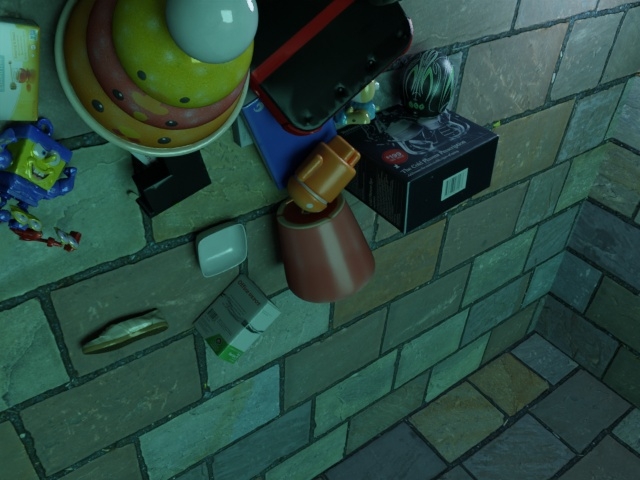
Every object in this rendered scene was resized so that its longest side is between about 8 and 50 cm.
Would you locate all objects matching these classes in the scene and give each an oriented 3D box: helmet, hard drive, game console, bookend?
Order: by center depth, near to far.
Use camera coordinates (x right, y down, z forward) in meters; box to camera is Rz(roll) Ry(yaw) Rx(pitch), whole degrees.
[{"bbox_3d":[-0.329,-0.153,1.186,0.157,0.072,0.156,-35,144,-18],"label":"bookend"},{"bbox_3d":[-0.008,-0.457,1.230,0.386,0.060,0.342,-44,111,-8],"label":"game console"},{"bbox_3d":[-0.067,-0.282,1.394,0.210,0.040,0.318,-38,149,-9],"label":"hard drive"},{"bbox_3d":[0.297,-0.441,1.578,0.169,0.169,0.161,-28,139,-25],"label":"helmet"}]

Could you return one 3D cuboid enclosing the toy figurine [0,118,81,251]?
[{"bbox_3d":[-0.578,-0.143,1.041,0.362,0.191,0.217,44,58,-58],"label":"toy figurine"}]

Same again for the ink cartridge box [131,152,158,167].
[{"bbox_3d":[-0.347,-0.235,1.210,0.150,0.063,0.109,-47,143,-4],"label":"ink cartridge box"}]

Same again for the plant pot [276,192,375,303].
[{"bbox_3d":[0.000,0.000,1.604,0.275,0.275,0.243,-33,129,-19],"label":"plant pot"}]

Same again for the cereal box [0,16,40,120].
[{"bbox_3d":[-0.598,-0.287,0.936,0.240,0.047,0.173,-9,127,-39],"label":"cereal box"}]

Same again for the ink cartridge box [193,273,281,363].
[{"bbox_3d":[-0.238,0.222,1.630,0.208,0.153,0.087,-46,143,-2],"label":"ink cartridge box"}]

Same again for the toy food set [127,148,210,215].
[{"bbox_3d":[-0.340,-0.144,1.309,0.192,0.038,0.132,-51,146,2],"label":"toy food set"}]

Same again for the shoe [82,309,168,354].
[{"bbox_3d":[-0.508,0.238,1.470,0.219,0.058,0.076,-17,163,-28],"label":"shoe"}]

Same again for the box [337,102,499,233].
[{"bbox_3d":[0.259,-0.228,1.600,0.343,0.312,0.178,-28,137,-25],"label":"box"}]

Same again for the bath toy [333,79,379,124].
[{"bbox_3d":[0.086,-0.463,1.388,0.129,0.151,0.348,-9,126,-11],"label":"bath toy"}]

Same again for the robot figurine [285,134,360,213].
[{"bbox_3d":[0.004,-0.162,1.460,0.128,0.158,0.219,40,99,-13],"label":"robot figurine"}]

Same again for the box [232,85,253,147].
[{"bbox_3d":[-0.128,-0.322,1.369,0.186,0.038,0.145,-27,138,-27],"label":"box"}]

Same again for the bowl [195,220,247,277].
[{"bbox_3d":[-0.268,0.016,1.507,0.142,0.053,0.142,-25,135,-27],"label":"bowl"}]

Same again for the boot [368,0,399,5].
[{"bbox_3d":[0.180,-0.692,1.200,0.284,0.138,0.377,-20,98,-40],"label":"boot"}]

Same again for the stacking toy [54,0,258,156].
[{"bbox_3d":[-0.222,-0.312,0.877,0.351,0.480,0.350,-3,97,-24],"label":"stacking toy"}]
